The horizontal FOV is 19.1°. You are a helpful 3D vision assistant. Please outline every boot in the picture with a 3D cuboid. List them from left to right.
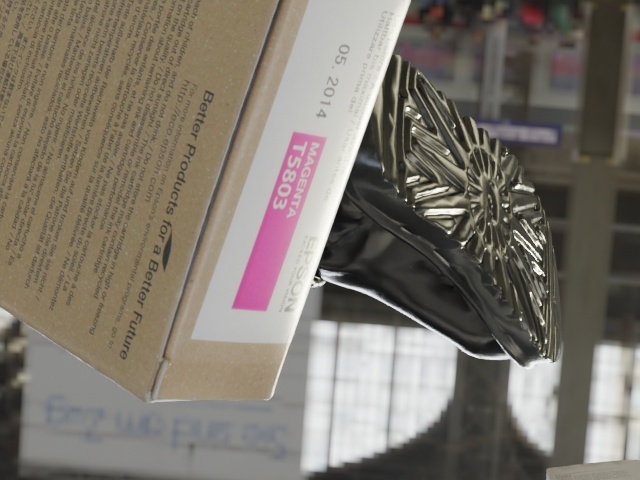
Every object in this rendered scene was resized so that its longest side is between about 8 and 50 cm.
[{"bbox_3d":[0.000,-0.004,1.320,0.260,0.131,0.348,-12,144,28],"label":"boot"}]

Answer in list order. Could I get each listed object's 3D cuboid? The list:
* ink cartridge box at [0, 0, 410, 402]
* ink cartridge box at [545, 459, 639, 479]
[{"bbox_3d":[-0.076,-0.066,0.885,0.193,0.234,0.088,28,-167,38],"label":"ink cartridge box"},{"bbox_3d":[0.157,0.180,0.994,0.056,0.099,0.135,-8,-170,3],"label":"ink cartridge box"}]
